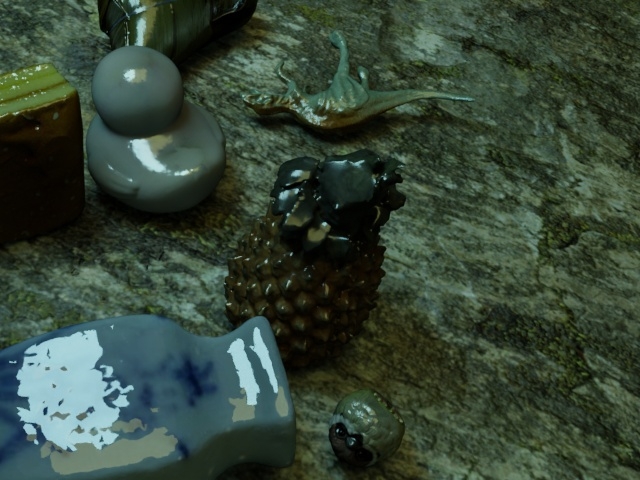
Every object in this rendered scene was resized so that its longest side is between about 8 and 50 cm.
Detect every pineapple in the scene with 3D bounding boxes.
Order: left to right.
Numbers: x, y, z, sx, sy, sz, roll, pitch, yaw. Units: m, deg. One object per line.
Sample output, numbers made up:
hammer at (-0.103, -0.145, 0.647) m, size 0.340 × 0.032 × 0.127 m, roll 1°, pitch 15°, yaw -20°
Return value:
pineapple at (-0.002, -0.001, 1.071) m, size 0.223 × 0.357 × 0.223 m, roll 9°, pitch 52°, yaw -11°

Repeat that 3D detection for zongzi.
zongzi at (-0.235, -0.335, 1.442) m, size 0.286 × 0.138 × 0.300 m, roll -1°, pitch 71°, yaw -28°

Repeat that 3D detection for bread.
bread at (-0.412, -0.104, 1.129) m, size 0.184 × 0.234 × 0.110 m, roll -22°, pitch 59°, yaw -27°

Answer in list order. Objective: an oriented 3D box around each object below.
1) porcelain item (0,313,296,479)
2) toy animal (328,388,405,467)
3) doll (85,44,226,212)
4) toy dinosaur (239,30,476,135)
porcelain item at (-0.243, 0.211, 0.961) m, size 0.405 × 0.178 × 0.242 m, roll -9°, pitch 57°, yaw -16°
toy animal at (0.058, 0.240, 1.085) m, size 0.098 × 0.137 × 0.098 m, roll 0°, pitch 88°, yaw 8°
doll at (-0.246, -0.170, 1.238) m, size 0.221 × 0.221 × 0.251 m, roll -28°, pitch 66°, yaw -30°
toy dinosaur at (0.066, -0.255, 1.457) m, size 0.393 × 0.092 × 0.205 m, roll 13°, pitch 51°, yaw -5°
